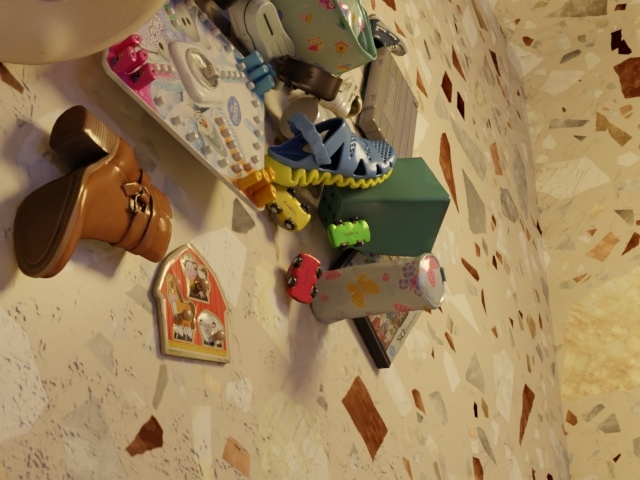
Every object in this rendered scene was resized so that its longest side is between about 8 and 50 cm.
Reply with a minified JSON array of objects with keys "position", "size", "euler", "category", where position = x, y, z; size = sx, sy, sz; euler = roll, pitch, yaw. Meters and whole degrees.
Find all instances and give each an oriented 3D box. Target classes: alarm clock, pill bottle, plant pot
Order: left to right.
[{"position":[-0.012,-0.327,1.790],"size":[0.192,0.129,0.064],"euler":[4,111,-57],"category":"alarm clock"},{"position":[0.007,-0.213,1.886],"size":[0.208,0.119,0.119],"euler":[39,42,-49],"category":"pill bottle"},{"position":[0.123,-0.071,1.880],"size":[0.234,0.166,0.165],"euler":[-1,39,-22],"category":"plant pot"}]

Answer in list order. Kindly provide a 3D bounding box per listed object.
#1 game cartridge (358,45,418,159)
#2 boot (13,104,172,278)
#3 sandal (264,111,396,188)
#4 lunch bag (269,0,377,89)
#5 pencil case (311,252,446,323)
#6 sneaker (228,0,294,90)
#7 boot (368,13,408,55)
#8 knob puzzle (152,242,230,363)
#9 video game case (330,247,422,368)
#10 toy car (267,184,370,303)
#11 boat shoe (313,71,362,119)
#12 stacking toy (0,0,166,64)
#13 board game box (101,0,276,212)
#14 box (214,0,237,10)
[{"position":[0.189,-0.352,2.396],"size":[0.230,0.068,0.355],"euler":[50,34,-31],"category":"game cartridge"},{"position":[-0.303,-0.023,1.209],"size":[0.220,0.109,0.284],"euler":[52,26,-44],"category":"boot"},{"position":[0.031,-0.184,1.750],"size":[0.317,0.126,0.138],"euler":[-5,122,-38],"category":"sandal"},{"position":[-0.021,-0.464,1.859],"size":[0.262,0.223,0.160],"euler":[60,29,-26],"category":"lunch bag"},{"position":[0.112,0.098,1.742],"size":[0.124,0.273,0.114],"euler":[3,79,-57],"category":"pencil case"},{"position":[-0.120,-0.410,1.767],"size":[0.094,0.091,0.258],"euler":[-49,155,-18],"category":"sneaker"},{"position":[0.191,-0.571,2.532],"size":[0.190,0.069,0.086],"euler":[32,54,-43],"category":"boot"},{"position":[-0.199,0.095,1.402],"size":[0.213,0.029,0.213],"euler":[40,41,-47],"category":"knob puzzle"},{"position":[0.140,0.109,1.990],"size":[0.248,0.035,0.275],"euler":[-50,122,-47],"category":"video game case"},{"position":[0.000,0.000,1.742],"size":[0.224,0.053,0.239],"euler":[-9,82,-35],"category":"toy car"},{"position":[0.049,-0.321,2.007],"size":[0.096,0.098,0.277],"euler":[42,22,-3],"category":"boat shoe"},{"position":[-0.409,-0.506,1.144],"size":[0.350,0.350,0.480],"euler":[19,39,-59],"category":"stacking toy"},{"position":[-0.204,-0.298,1.515],"size":[0.390,0.050,0.390],"euler":[44,30,-39],"category":"board game box"},{"position":[-0.198,-0.616,1.612],"size":[0.322,0.079,0.257],"euler":[49,49,-10],"category":"box"}]
